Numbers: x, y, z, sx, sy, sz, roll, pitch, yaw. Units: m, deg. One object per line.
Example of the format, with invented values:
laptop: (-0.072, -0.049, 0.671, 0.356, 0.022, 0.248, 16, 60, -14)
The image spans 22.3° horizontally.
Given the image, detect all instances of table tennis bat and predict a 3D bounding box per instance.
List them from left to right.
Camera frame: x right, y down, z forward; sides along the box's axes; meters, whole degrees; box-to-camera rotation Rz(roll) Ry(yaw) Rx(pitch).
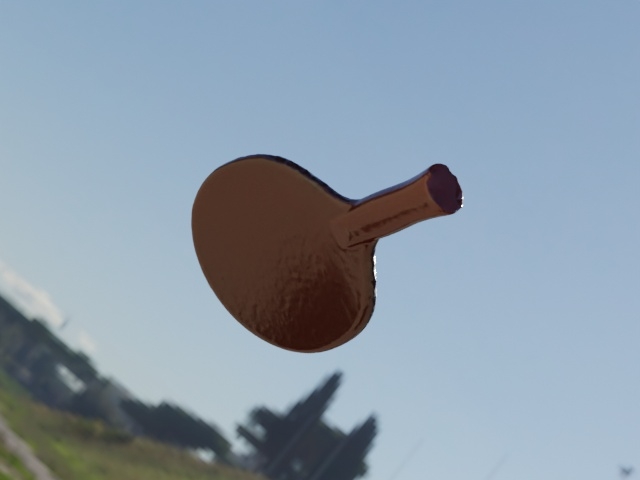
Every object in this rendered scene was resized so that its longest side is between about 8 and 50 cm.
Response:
table tennis bat: (0.000, 0.000, 0.711, 0.154, 0.019, 0.098, -23, -79, 43)
